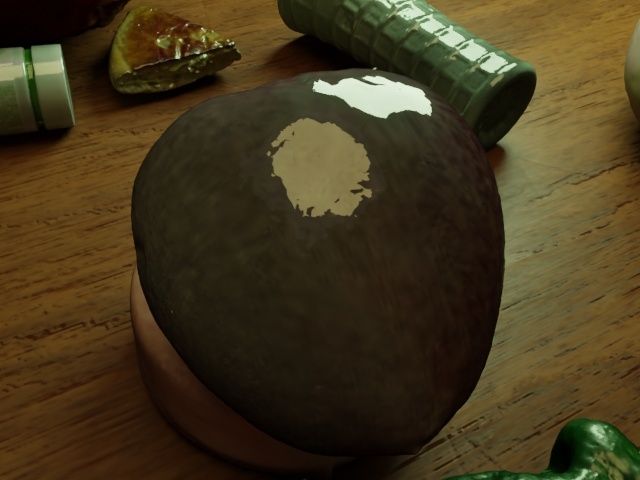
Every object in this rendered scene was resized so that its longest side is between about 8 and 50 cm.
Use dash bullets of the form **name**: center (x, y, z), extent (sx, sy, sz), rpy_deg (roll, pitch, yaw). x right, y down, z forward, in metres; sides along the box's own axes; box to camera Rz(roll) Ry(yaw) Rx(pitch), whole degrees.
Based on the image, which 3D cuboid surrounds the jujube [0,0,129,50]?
- **jujube**: center (-0.323, -0.375, 0.802), extent (0.276, 0.276, 0.377), rpy_deg (0, 36, -8)

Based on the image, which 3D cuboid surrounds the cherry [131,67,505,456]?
- **cherry**: center (0.000, 0.000, 0.426), extent (0.213, 0.183, 0.266), rpy_deg (-16, 63, -4)

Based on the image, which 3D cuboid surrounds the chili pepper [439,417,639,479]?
- **chili pepper**: center (0.123, 0.194, 0.451), extent (0.270, 0.099, 0.136), rpy_deg (-19, 44, -18)

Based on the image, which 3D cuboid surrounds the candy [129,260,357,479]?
- **candy**: center (-0.023, 0.061, 0.559), extent (0.255, 0.094, 0.255), rpy_deg (4, 47, -4)

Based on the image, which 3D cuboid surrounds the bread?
- **bread**: center (-0.186, -0.203, 0.810), extent (0.154, 0.054, 0.136), rpy_deg (21, 47, 20)

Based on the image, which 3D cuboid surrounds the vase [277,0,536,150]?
- **vase**: center (0.097, -0.228, 0.817), extent (0.143, 0.143, 0.299), rpy_deg (-30, 60, -30)

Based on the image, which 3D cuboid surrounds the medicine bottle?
- **medicine bottle**: center (-0.346, -0.144, 0.712), extent (0.183, 0.086, 0.086), rpy_deg (-9, 49, -16)

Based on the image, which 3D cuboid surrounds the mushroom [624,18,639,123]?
- **mushroom**: center (0.417, -0.165, 0.821), extent (0.236, 0.173, 0.162), rpy_deg (37, -2, -22)
